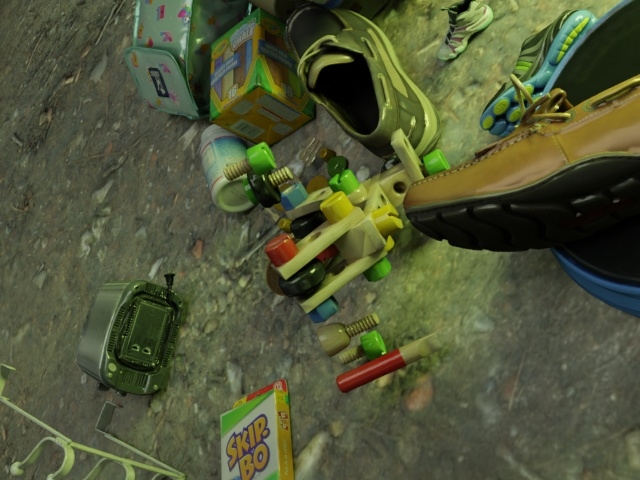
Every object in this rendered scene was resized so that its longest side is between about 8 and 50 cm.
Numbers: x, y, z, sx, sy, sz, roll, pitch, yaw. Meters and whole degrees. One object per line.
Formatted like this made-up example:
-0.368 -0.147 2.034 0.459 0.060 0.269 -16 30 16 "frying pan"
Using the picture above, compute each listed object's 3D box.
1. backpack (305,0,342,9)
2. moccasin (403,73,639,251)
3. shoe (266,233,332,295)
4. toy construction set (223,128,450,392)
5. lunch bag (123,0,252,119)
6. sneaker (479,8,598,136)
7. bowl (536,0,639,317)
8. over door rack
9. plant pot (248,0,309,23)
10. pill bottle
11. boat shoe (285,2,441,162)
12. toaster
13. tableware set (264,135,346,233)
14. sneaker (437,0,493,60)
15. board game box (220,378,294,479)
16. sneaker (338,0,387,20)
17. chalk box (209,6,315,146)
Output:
0.002 -0.481 1.300 0.263 0.213 0.277 -58 29 30 "backpack"
0.249 -0.092 0.883 0.380 0.139 0.147 -24 53 39 "moccasin"
0.000 0.000 1.315 0.076 0.058 0.219 48 116 15 "shoe"
0.073 0.003 1.121 0.237 0.257 0.309 -25 83 11 "toy construction set"
-0.264 -0.371 1.722 0.223 0.160 0.263 17 97 48 "lunch bag"
0.272 -0.207 1.111 0.188 0.067 0.078 -52 19 18 "sneaker"
0.381 -0.109 0.915 0.391 0.077 0.391 -25 53 39 "bowl"
-0.381 0.334 1.424 0.324 0.239 0.108 26 85 51 "over door rack"
-0.081 -0.512 1.543 0.256 0.256 0.274 -45 58 24 "plant pot"
-0.159 -0.128 1.528 0.087 0.087 0.160 -45 42 24 "pill bottle"
0.040 -0.250 1.292 0.132 0.130 0.355 -52 51 18 "boat shoe"
-0.334 0.154 1.549 0.146 0.129 0.227 0 73 51 "toaster"
-0.021 -0.081 1.401 0.154 0.024 0.104 -55 43 12 "tableware set"
0.185 -0.301 1.241 0.098 0.069 0.038 -46 42 22 "sneaker"
-0.090 0.330 1.257 0.124 0.039 0.260 -31 47 34 "board game box"
0.044 -0.404 1.461 0.222 0.083 0.118 -33 40 29 "sneaker"
-0.098 -0.291 1.508 0.132 0.132 0.213 -26 54 39 "chalk box"
